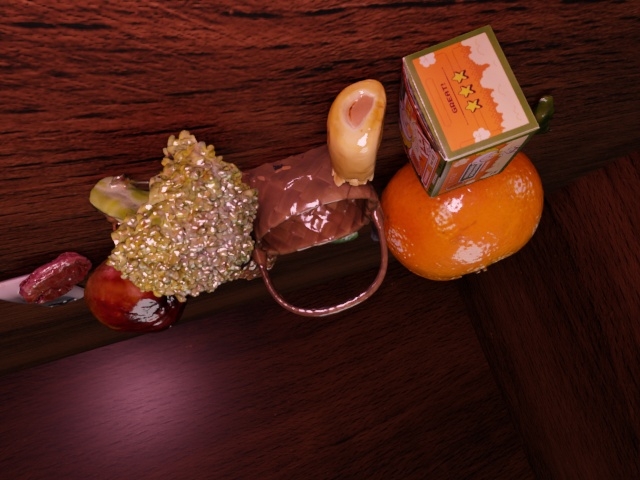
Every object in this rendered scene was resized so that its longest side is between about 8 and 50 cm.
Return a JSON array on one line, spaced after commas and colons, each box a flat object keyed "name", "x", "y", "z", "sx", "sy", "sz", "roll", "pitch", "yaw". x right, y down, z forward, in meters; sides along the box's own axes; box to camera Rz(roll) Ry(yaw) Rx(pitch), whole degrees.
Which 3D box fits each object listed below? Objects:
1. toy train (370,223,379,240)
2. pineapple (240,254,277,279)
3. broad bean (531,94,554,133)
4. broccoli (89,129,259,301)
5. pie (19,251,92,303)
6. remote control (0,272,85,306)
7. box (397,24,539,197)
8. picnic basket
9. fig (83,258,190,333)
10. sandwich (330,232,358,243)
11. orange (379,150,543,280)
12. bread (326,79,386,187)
[{"name": "toy train", "x": 0.295, "y": -0.068, "z": 1.523, "sx": 0.178, "sy": 0.133, "sz": 0.261, "roll": -11, "pitch": 166, "yaw": -38}, {"name": "pineapple", "x": -0.219, "y": 0.006, "z": 1.009, "sx": 0.170, "sy": 0.140, "sz": 0.310, "roll": 17, "pitch": 175, "yaw": 30}, {"name": "broad bean", "x": 0.549, "y": -0.299, "z": 1.087, "sx": 0.060, "sy": 0.043, "sz": 0.298, "roll": -36, "pitch": 164, "yaw": 20}, {"name": "broccoli", "x": -0.216, "y": -0.054, "z": 0.621, "sx": 0.242, "sy": 0.273, "sz": 0.180, "roll": -60, "pitch": 179, "yaw": -28}, {"name": "pie", "x": -0.579, "y": 0.082, "z": 0.957, "sx": 0.153, "sy": 0.038, "sz": 0.153, "roll": -43, "pitch": 173, "yaw": -7}, {"name": "remote control", "x": -0.689, "y": 0.134, "z": 1.075, "sx": 0.110, "sy": 0.054, "sz": 0.313, "roll": -17, "pitch": 169, "yaw": -12}, {"name": "box", "x": 0.217, "y": -0.192, "z": 0.706, "sx": 0.148, "sy": 0.177, "sz": 0.195, "roll": -19, "pitch": 169, "yaw": 3}, {"name": "picnic basket", "x": 0.000, "y": 0.000, "z": 0.918, "sx": 0.293, "sy": 0.336, "sz": 0.337, "roll": -19, "pitch": 169, "yaw": -1}, {"name": "fig", "x": -0.439, "y": 0.124, "z": 1.064, "sx": 0.263, "sy": 0.223, "sz": 0.224, "roll": -19, "pitch": 169, "yaw": 6}, {"name": "sandwich", "x": 0.016, "y": -0.061, "z": 1.228, "sx": 0.235, "sy": 0.079, "sz": 0.159, "roll": -6, "pitch": 146, "yaw": -28}, {"name": "orange", "x": 0.361, "y": -0.070, "z": 1.142, "sx": 0.425, "sy": 0.325, "sz": 0.424, "roll": -17, "pitch": 169, "yaw": -3}, {"name": "bread", "x": 0.055, "y": -0.170, "z": 0.702, "sx": 0.085, "sy": 0.134, "sz": 0.173, "roll": 11, "pitch": 166, "yaw": 7}]
